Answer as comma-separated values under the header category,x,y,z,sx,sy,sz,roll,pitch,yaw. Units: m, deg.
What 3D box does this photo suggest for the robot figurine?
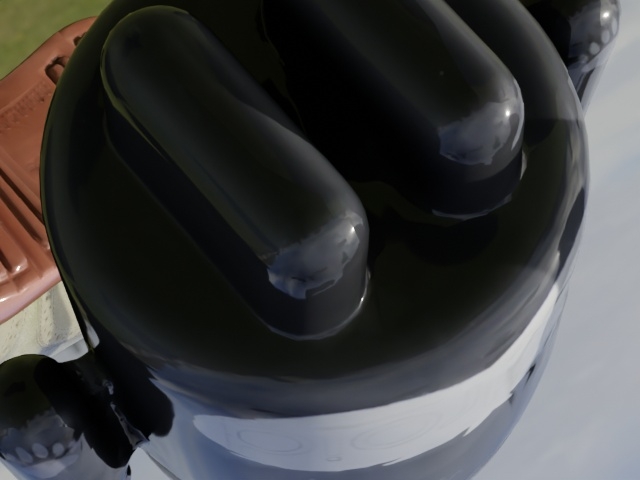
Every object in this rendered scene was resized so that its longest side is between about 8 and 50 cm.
category,x,y,z,sx,sy,sz,roll,pitch,yaw
robot figurine,-0.003,-0.001,0.668,0.209,0.173,0.278,-1,159,1

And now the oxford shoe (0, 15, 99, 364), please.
category,x,y,z,sx,sy,sz,roll,pitch,yaw
oxford shoe,-0.137,-0.013,1.025,0.397,0.140,0.146,-21,157,-53
